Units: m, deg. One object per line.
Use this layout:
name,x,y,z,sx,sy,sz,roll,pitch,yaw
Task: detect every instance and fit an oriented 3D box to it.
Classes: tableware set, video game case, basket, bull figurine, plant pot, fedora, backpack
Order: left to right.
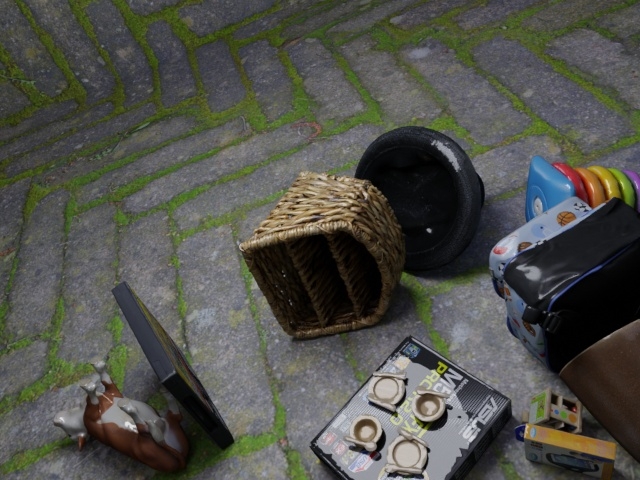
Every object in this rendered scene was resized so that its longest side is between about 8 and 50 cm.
bull figurine,-0.381,0.336,1.045,0.310,0.189,0.101,10,31,22
video game case,-0.278,0.233,1.033,0.035,0.248,0.275,-35,45,-14
basket,0.027,0.053,1.047,0.213,0.299,0.223,14,52,31
tableware set,0.122,0.289,0.892,0.141,0.020,0.169,11,53,31
fedora,0.226,-0.091,1.183,0.152,0.334,0.334,-9,30,-40
backpack,0.407,0.082,0.889,0.276,0.264,0.213,-27,38,-5
plant pot,0.493,0.241,0.760,0.215,0.215,0.231,-23,58,0

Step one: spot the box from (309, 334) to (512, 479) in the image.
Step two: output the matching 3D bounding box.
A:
box,0.149,0.315,0.914,0.270,0.060,0.216,-43,46,-19

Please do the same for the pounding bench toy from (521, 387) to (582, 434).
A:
pounding bench toy,0.365,0.279,0.869,0.065,0.083,0.052,22,56,0

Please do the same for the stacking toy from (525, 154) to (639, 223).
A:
stacking toy,0.571,-0.086,1.082,0.301,0.166,0.175,-9,30,-2

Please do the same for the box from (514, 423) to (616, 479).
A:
box,0.358,0.311,0.815,0.136,0.081,0.028,4,50,26
